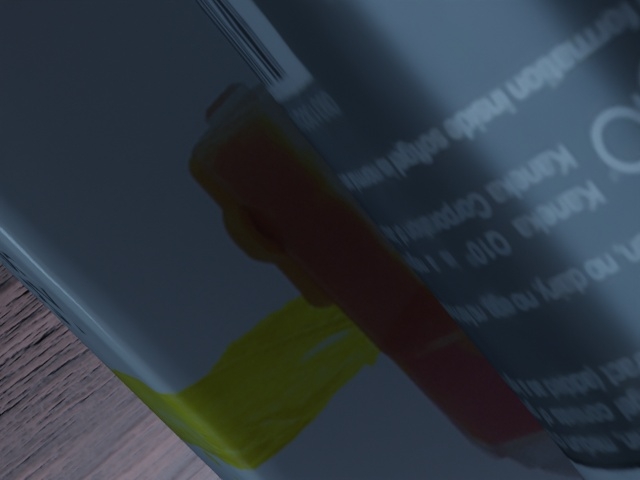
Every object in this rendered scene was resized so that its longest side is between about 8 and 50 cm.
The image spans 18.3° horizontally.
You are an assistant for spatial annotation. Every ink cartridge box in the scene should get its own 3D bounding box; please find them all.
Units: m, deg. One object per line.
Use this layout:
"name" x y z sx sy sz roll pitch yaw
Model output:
"ink cartridge box" 0.000 0.000 0.669 0.385 0.160 0.279 47 174 -20

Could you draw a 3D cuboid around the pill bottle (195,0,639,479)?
"pill bottle" 0.130 -0.022 0.393 0.363 0.210 0.210 50 175 -6
